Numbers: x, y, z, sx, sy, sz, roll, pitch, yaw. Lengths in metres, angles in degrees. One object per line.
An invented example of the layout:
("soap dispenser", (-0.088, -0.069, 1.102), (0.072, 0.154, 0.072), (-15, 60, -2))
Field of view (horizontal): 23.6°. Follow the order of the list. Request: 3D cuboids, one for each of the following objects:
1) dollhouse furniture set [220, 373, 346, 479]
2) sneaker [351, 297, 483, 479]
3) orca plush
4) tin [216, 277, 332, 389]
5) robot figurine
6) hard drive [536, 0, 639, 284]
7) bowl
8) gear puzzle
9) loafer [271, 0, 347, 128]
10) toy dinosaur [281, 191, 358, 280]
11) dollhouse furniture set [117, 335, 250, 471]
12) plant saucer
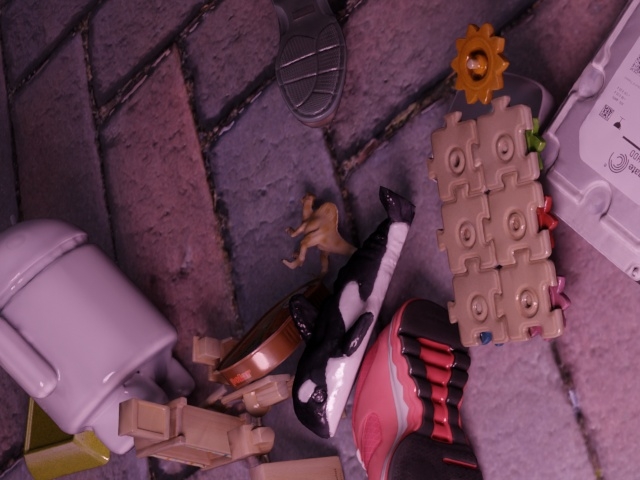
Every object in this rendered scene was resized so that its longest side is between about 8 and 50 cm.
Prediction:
("dollhouse furniture set", (-0.055, 0.242, 1.775), (0.123, 0.144, 0.151), (-29, 68, 45))
("sneaker", (0.092, 0.223, 1.633), (0.136, 0.116, 0.313), (-41, 36, 48))
("orca plush", (0.015, 0.072, 1.724), (0.151, 0.102, 0.287), (27, -97, -85))
("tin", (-0.051, 0.110, 1.807), (0.106, 0.040, 0.189), (-25, 14, 39))
("robot figurine", (-0.330, 0.112, 2.012), (0.353, 0.300, 0.200), (47, 113, 7))
("hard drive", (0.358, -0.140, 1.499), (0.339, 0.064, 0.237), (-58, 39, 15))
("bowl", (0.198, -0.111, 1.681), (0.142, 0.053, 0.142), (21, 91, 52))
("gear puzzle", (0.184, -0.059, 1.598), (0.175, 0.044, 0.338), (-14, 83, 56))
("loafer", (-0.010, -0.255, 1.988), (0.096, 0.084, 0.267), (-15, 62, 11))
("toy dinosaur", (0.000, 0.000, 1.867), (0.092, 0.053, 0.183), (-58, 40, 12))
("dollhouse furniture set", (-0.188, 0.188, 1.901), (0.101, 0.182, 0.160), (-24, 57, 42))
("plant saucer", (-0.368, 0.240, 2.202), (0.188, 0.045, 0.188), (-21, 59, 44))
